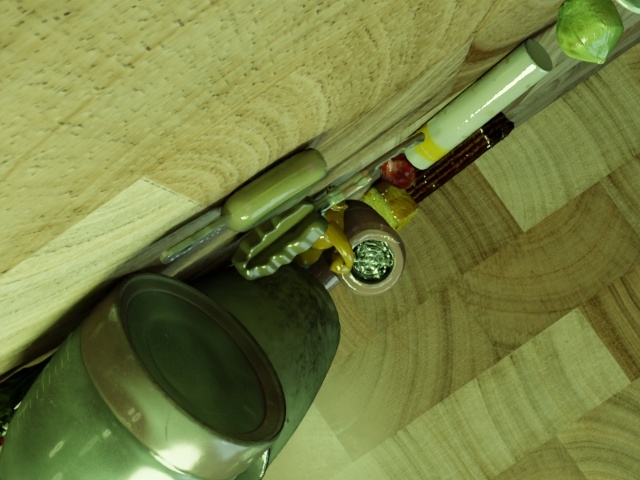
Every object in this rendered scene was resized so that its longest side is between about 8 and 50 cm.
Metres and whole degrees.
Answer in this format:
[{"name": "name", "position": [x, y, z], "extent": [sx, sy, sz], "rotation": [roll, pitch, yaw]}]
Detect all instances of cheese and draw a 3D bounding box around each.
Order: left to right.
[{"name": "cheese", "position": [-0.080, -0.029, 0.886], "extent": [0.192, 0.037, 0.097], "rotation": [-32, 174, -26]}]

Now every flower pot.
[{"name": "flower pot", "position": [-0.135, 0.178, 1.307], "extent": [0.293, 0.294, 0.330], "rotation": [-37, -177, 34]}]

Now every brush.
[{"name": "brush", "position": [0.011, -0.055, 1.157], "extent": [0.301, 0.071, 0.084], "rotation": [-36, -172, 9]}]

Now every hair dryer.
[{"name": "hair dryer", "position": [-0.012, 0.091, 1.499], "extent": [0.352, 0.125, 0.210], "rotation": [-46, -164, 4]}]

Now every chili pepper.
[{"name": "chili pepper", "position": [0.132, -0.118, 1.501], "extent": [0.059, 0.050, 0.191], "rotation": [-32, 164, 10]}]

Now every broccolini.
[{"name": "broccolini", "position": [-0.334, 0.172, 1.020], "extent": [0.201, 0.058, 0.074], "rotation": [-31, -179, -37]}]

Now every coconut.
[{"name": "coconut", "position": [0.342, -0.270, 1.119], "extent": [0.087, 0.096, 0.088], "rotation": [-18, 173, -2]}]

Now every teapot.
[{"name": "teapot", "position": [-0.227, 0.197, 0.991], "extent": [0.312, 0.233, 0.315], "rotation": [-43, -157, 17]}]

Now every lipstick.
[{"name": "lipstick", "position": [0.228, -0.197, 1.299], "extent": [0.264, 0.059, 0.059], "rotation": [-38, 175, 42]}]

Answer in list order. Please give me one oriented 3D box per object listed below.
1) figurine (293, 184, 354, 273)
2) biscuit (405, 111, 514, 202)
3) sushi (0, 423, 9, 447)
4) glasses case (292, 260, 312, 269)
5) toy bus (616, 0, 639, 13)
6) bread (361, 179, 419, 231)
[{"name": "figurine", "position": [0.002, 0.003, 1.342], "extent": [0.121, 0.122, 0.176], "rotation": [-36, 176, -22]}, {"name": "biscuit", "position": [0.258, -0.159, 1.921], "extent": [0.107, 0.073, 0.388], "rotation": [-33, 176, -43]}, {"name": "sushi", "position": [-0.506, 0.315, 1.401], "extent": [0.046, 0.044, 0.083], "rotation": [-34, 174, -27]}, {"name": "glasses case", "position": [-0.072, 0.162, 1.681], "extent": [0.083, 0.128, 0.308], "rotation": [10, 109, -31]}, {"name": "toy bus", "position": [0.251, -0.229, 0.530], "extent": [0.276, 0.134, 0.164], "rotation": [-31, 174, -45]}, {"name": "bread", "position": [0.136, -0.068, 1.761], "extent": [0.065, 0.103, 0.187], "rotation": [-36, 172, -15]}]
